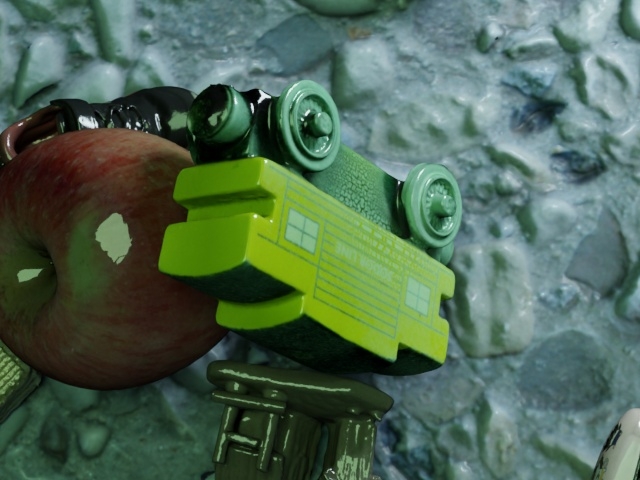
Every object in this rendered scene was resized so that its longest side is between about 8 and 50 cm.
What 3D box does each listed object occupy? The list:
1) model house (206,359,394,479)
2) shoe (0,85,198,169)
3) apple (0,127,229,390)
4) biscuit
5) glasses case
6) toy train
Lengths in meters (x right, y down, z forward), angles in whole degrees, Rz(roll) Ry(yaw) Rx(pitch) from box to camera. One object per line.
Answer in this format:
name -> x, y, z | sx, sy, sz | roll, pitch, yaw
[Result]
model house -> -0.035, 0.251, 1.654 | 0.229, 0.122, 0.188 | 9, 79, 10
shoe -> -0.291, -0.142, 1.800 | 0.291, 0.137, 0.114 | -19, 73, 4
apple -> -0.240, 0.018, 1.662 | 0.345, 0.269, 0.345 | 12, 108, 40
biscuit -> -0.469, 0.222, 1.771 | 0.108, 0.062, 0.239 | 42, 86, 18
glasses case -> 0.323, 0.339, 1.563 | 0.075, 0.122, 0.314 | 16, 79, 9
toy train -> 0.000, 0.000, 1.565 | 0.179, 0.442, 0.272 | -6, 66, 39
